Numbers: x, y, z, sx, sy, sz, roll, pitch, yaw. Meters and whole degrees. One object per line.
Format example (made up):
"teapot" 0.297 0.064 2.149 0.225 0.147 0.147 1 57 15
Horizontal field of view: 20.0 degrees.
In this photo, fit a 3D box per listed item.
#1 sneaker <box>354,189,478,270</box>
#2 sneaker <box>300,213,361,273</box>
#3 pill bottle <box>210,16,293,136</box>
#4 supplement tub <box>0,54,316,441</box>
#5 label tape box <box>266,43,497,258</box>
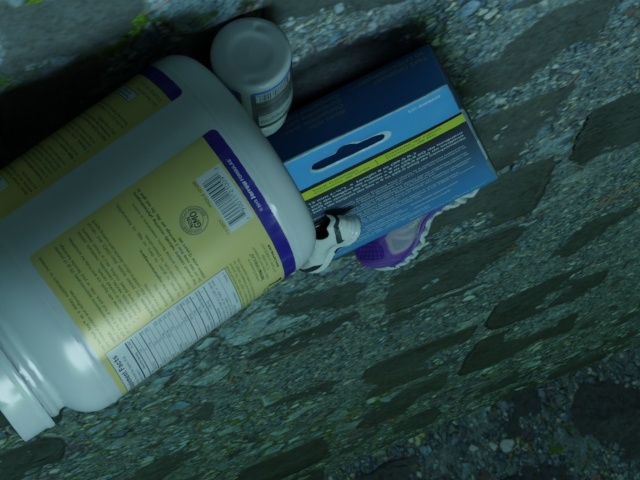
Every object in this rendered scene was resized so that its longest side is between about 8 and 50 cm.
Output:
"sneaker" 0.098 -0.047 2.277 0.104 0.095 0.236 -1 147 -37
"sneaker" 0.000 0.000 2.010 0.043 0.040 0.109 10 144 -30
"pill bottle" -0.065 -0.154 1.762 0.078 0.078 0.137 -22 163 -8
"supplement tub" -0.197 0.008 1.692 0.331 0.241 0.241 -36 164 -9
"label tape box" 0.041 -0.103 1.998 0.249 0.115 0.348 -26 160 7
